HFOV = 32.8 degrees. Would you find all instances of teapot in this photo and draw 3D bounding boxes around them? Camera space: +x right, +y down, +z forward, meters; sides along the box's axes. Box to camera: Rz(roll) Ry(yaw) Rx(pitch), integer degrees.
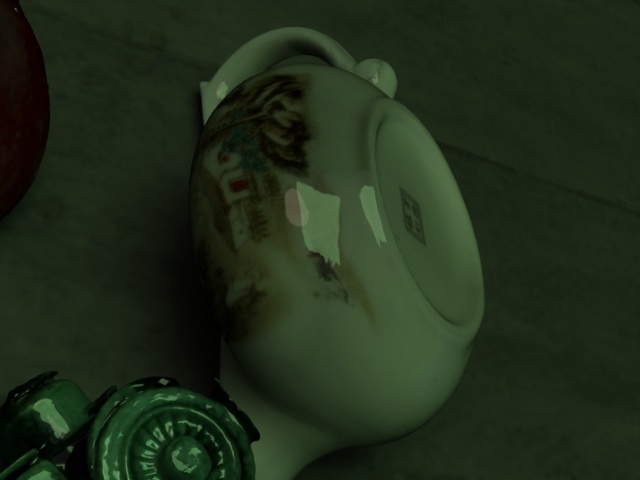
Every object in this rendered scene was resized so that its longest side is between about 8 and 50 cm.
[{"bbox_3d":[0.000,0.000,0.591,0.204,0.139,0.298,39,39,-45],"label":"teapot"}]

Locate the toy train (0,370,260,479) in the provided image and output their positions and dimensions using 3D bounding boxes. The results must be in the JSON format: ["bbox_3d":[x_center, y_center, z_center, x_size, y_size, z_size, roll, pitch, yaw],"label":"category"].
[{"bbox_3d":[-0.060,0.200,0.435,0.301,0.120,0.202,49,51,1],"label":"toy train"}]

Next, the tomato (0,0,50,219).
[{"bbox_3d":[-0.215,-0.097,0.528,0.173,0.099,0.189,2,63,-35],"label":"tomato"}]
